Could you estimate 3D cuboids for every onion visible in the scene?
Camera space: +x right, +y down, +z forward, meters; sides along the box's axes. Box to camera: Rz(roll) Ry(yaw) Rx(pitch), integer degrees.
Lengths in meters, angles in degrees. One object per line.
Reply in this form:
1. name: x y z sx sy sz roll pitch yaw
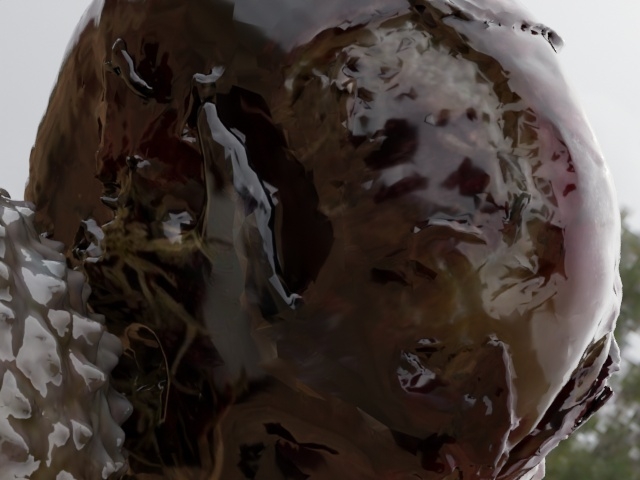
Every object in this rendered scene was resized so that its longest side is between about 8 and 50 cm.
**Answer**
1. onion: 0.000 0.000 0.667 0.314 0.232 0.314 14 -69 42

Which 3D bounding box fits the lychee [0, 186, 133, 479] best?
1. lychee: -0.218 0.083 0.528 0.300 0.300 0.300 34 -14 10
